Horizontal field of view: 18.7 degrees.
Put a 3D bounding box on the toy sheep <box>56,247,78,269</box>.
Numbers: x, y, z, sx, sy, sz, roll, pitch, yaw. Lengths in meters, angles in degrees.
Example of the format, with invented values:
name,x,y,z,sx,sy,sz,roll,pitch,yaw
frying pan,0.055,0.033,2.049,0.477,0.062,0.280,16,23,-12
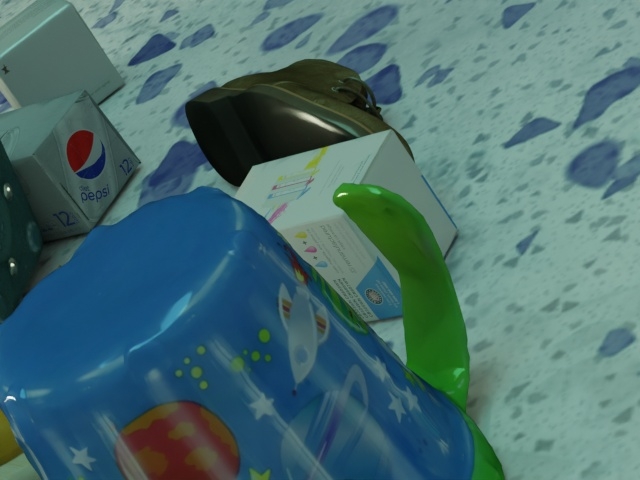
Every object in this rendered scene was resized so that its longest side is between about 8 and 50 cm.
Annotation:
name,x,y,z,sx,sy,sz,roll,pitch,yaw
toy sheep,-0.142,0.036,1.427,0.132,0.091,0.091,-6,35,22

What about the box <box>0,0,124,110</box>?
name,x,y,z,sx,sy,sz,roll,pitch,yaw
box,-0.267,-0.171,1.900,0.101,0.102,0.087,-38,24,-9

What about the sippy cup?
name,x,y,z,sx,sy,sz,roll,pitch,yaw
sippy cup,-0.052,0.103,1.043,0.240,0.224,0.305,-24,27,20

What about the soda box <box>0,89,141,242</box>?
name,x,y,z,sx,sy,sz,roll,pitch,yaw
soda box,-0.304,-0.047,1.744,0.286,0.091,0.098,-11,35,40

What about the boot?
name,x,y,z,sx,sy,sz,roll,pitch,yaw
boot,0.005,-0.091,1.454,0.115,0.112,0.305,-31,22,-17

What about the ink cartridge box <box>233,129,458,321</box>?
name,x,y,z,sx,sy,sz,roll,pitch,yaw
ink cartridge box,0.000,0.000,1.306,0.143,0.092,0.090,-14,33,39

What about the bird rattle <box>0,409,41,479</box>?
name,x,y,z,sx,sy,sz,roll,pitch,yaw
bird rattle,-0.237,0.148,1.243,0.207,0.143,0.253,-16,15,-3

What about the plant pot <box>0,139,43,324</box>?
name,x,y,z,sx,sy,sz,roll,pitch,yaw
plant pot,-0.378,0.002,1.594,0.252,0.247,0.248,-10,33,16
